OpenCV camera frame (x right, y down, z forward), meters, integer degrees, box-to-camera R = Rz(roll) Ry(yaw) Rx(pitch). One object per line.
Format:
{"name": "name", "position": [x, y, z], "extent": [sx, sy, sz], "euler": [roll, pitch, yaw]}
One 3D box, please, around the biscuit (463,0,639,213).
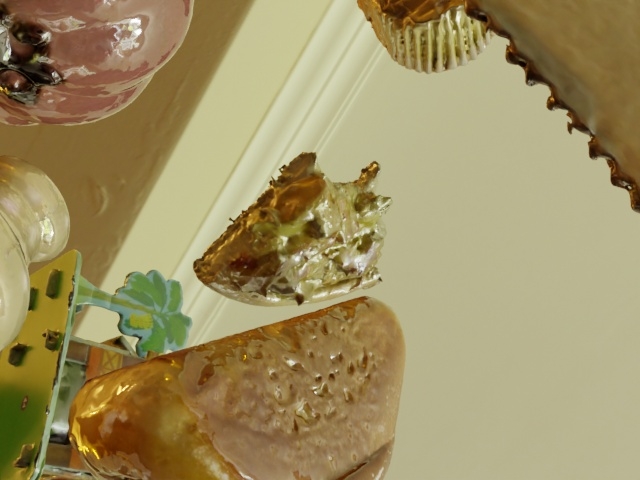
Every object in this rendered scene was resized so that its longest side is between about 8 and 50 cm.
{"name": "biscuit", "position": [0.151, -0.123, 0.391], "extent": [0.232, 0.236, 0.013], "euler": [51, -36, 10]}

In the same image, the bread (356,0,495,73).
{"name": "bread", "position": [0.131, -0.337, 1.048], "extent": [0.178, 0.133, 0.250], "euler": [-21, -115, 4]}

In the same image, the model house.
{"name": "model house", "position": [-0.325, 0.222, 1.274], "extent": [0.312, 0.358, 0.242], "euler": [24, -33, -38]}

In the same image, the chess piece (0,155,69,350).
{"name": "chess piece", "position": [-0.220, 0.025, 0.400], "extent": [0.138, 0.307, 0.124], "euler": [33, -63, -3]}

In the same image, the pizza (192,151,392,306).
{"name": "pizza", "position": [0.000, 0.000, 1.066], "extent": [0.089, 0.323, 0.223], "euler": [45, -62, 35]}

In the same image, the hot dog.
{"name": "hot dog", "position": [-0.052, 0.201, 0.880], "extent": [0.185, 0.405, 0.223], "euler": [-26, -99, 40]}

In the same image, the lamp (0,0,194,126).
{"name": "lamp", "position": [-0.250, -0.211, 0.623], "extent": [0.305, 0.240, 0.305], "euler": [13, -41, 11]}
